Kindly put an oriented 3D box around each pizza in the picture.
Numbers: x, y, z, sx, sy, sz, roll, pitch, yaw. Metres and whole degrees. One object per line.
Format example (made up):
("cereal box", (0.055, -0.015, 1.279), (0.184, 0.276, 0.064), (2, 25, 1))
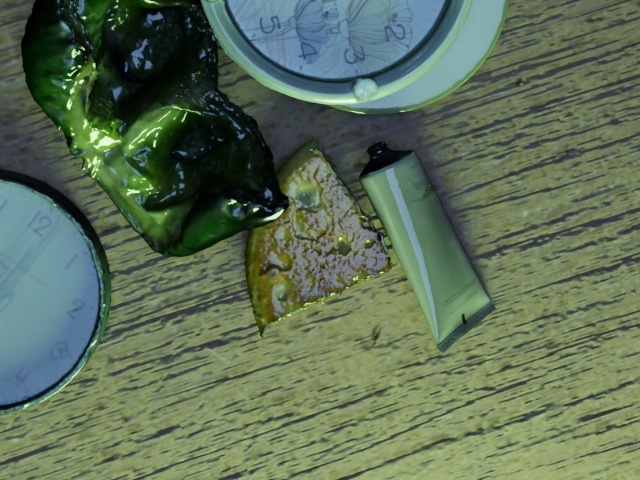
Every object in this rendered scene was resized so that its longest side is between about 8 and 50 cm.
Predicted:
("pizza", (0.000, 0.000, 1.397), (0.131, 0.041, 0.178), (4, 94, 5))

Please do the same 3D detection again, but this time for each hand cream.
("hand cream", (0.090, -0.001, 1.401), (0.087, 0.054, 0.186), (-34, 101, -42))

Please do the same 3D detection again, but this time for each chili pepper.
("chili pepper", (-0.143, -0.115, 1.346), (0.148, 0.116, 0.264), (-30, 105, 30))

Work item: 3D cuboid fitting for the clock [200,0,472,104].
("clock", (0.012, -0.232, 1.339), (0.236, 0.053, 0.236), (-1, 97, -4))

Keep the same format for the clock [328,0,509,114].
("clock", (0.049, -0.226, 1.386), (0.235, 0.029, 0.235), (-1, 99, -5))

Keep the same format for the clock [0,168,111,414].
("clock", (-0.288, 0.046, 1.379), (0.215, 0.042, 0.215), (-1, 97, -5))
